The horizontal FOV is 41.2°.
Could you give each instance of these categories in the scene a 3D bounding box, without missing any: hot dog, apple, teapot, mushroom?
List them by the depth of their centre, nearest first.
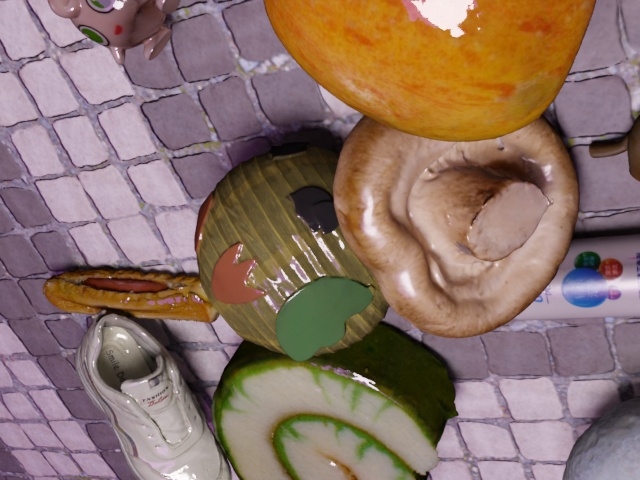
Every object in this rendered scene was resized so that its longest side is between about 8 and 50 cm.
[{"bbox_3d":[0.086,-0.232,0.688,0.275,0.299,0.299,19,132,0],"label":"apple"},{"bbox_3d":[0.317,-0.090,0.848,0.110,0.085,0.080,16,133,39],"label":"teapot"},{"bbox_3d":[0.140,-0.032,0.866,0.278,0.278,0.146,57,164,-23],"label":"mushroom"},{"bbox_3d":[-0.280,0.079,1.265,0.289,0.068,0.083,2,150,19],"label":"hot dog"}]

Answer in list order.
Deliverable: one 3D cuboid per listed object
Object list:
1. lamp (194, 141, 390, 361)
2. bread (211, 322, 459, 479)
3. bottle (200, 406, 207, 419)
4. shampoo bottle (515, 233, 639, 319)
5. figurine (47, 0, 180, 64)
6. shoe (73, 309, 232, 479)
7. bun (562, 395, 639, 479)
[{"bbox_3d":[0.000,0.000,0.969,0.284,0.250,0.250,-34,111,4],"label":"lamp"},{"bbox_3d":[0.029,0.266,1.229,0.382,0.129,0.366,-19,114,34],"label":"bread"},{"bbox_3d":[-0.224,0.281,1.412,0.047,0.063,0.101,-23,120,6],"label":"bottle"},{"bbox_3d":[0.276,0.043,0.960,0.303,0.092,0.092,-4,124,28],"label":"shampoo bottle"},{"bbox_3d":[-0.224,-0.267,0.921,0.138,0.125,0.125,31,133,-3],"label":"figurine"},{"bbox_3d":[-0.248,0.249,1.252,0.342,0.132,0.210,51,154,12],"label":"shoe"},{"bbox_3d":[0.467,0.307,1.003,0.362,0.211,0.362,15,131,18],"label":"bun"}]
